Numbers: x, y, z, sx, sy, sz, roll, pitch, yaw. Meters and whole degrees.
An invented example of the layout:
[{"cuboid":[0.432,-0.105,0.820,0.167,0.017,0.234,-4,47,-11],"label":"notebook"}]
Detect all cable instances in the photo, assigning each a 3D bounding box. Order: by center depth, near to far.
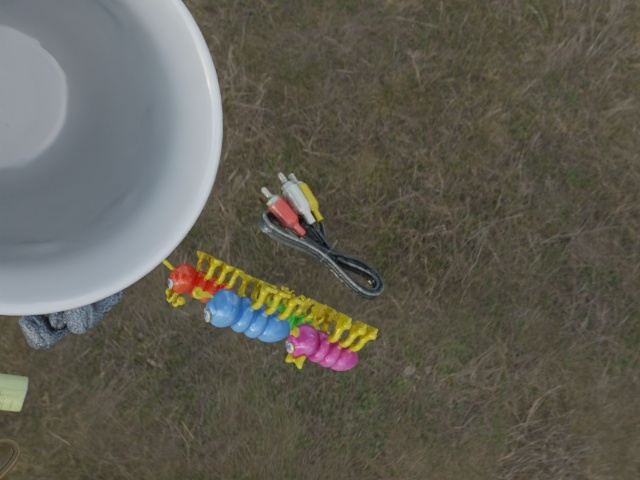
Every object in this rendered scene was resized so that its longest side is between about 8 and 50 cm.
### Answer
[{"cuboid":[0.000,0.000,1.137,0.287,0.072,0.139,45,39,8],"label":"cable"}]

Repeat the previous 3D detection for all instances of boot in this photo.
[{"cuboid":[-0.594,0.442,1.140,0.197,0.152,0.073,-40,64,-9],"label":"boot"}]

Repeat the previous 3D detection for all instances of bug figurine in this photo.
[{"cuboid":[-0.065,0.081,0.705,0.216,0.279,0.072,24,85,-23],"label":"bug figurine"}]

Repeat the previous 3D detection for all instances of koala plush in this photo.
[{"cuboid":[-0.502,0.056,1.214,0.221,0.196,0.203,57,33,-15],"label":"koala plush"}]

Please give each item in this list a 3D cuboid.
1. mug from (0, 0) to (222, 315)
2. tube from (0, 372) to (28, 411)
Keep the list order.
[{"cuboid":[-0.249,-0.157,0.566,0.374,0.276,0.328,-54,35,-8],"label":"mug"},{"cuboid":[-0.625,0.246,1.060,0.240,0.062,0.070,16,77,-25],"label":"tube"}]
